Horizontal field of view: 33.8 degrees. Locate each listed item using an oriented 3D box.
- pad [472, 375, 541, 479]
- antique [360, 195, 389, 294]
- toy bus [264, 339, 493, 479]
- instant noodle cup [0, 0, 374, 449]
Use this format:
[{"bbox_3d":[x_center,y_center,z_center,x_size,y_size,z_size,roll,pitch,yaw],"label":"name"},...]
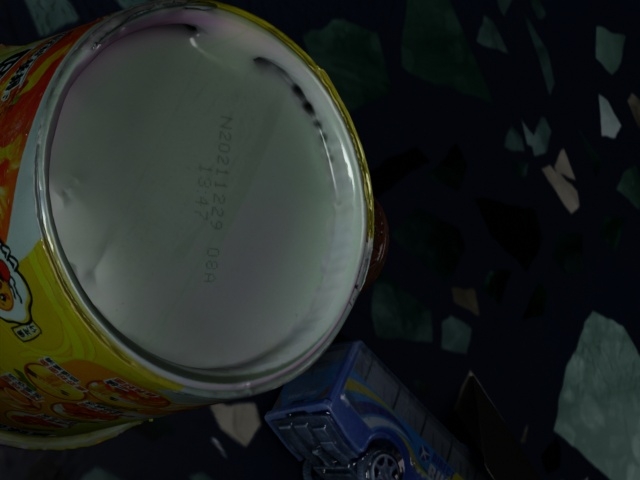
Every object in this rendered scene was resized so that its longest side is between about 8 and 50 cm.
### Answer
[{"bbox_3d":[0.180,0.223,0.862,0.211,0.003,0.143,56,15,-16],"label":"pad"},{"bbox_3d":[0.000,0.000,0.749,0.104,0.104,0.104,8,77,-38],"label":"antique"},{"bbox_3d":[0.066,0.176,0.783,0.236,0.079,0.094,46,55,-24],"label":"toy bus"},{"bbox_3d":[-0.108,-0.007,0.597,0.264,0.200,0.265,7,79,-39],"label":"instant noodle cup"}]
